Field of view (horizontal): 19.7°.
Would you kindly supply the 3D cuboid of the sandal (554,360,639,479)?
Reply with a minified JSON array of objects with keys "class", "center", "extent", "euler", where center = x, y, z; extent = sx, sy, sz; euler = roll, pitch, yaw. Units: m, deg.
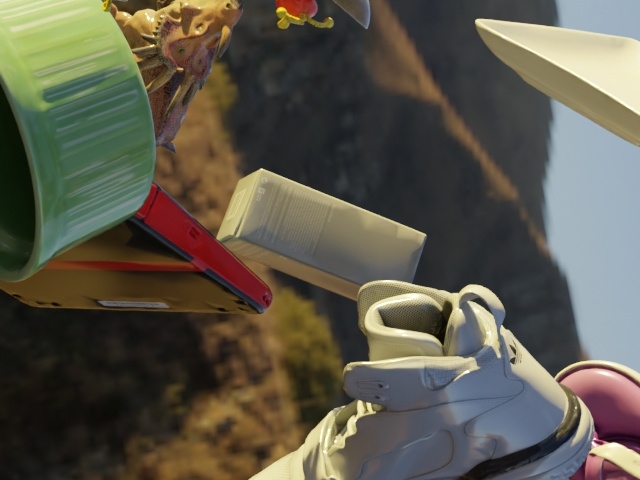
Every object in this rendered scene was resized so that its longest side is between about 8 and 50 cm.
[{"class":"sandal","center":[0.384,0.324,2.136],"extent":[0.102,0.169,0.416],"euler":[11,51,-63]}]

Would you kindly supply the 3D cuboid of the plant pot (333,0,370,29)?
[{"class":"plant pot","center":[-0.029,-0.320,2.029],"extent":[0.236,0.032,0.236],"euler":[39,6,-5]}]

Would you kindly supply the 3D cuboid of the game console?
[{"class":"game console","center":[-0.292,0.000,2.183],"extent":[0.342,0.386,0.060],"euler":[39,58,-52]}]

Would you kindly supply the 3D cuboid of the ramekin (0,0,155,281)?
[{"class":"ramekin","center":[-0.292,-0.125,1.814],"extent":[0.303,0.148,0.303],"euler":[35,-43,41]}]

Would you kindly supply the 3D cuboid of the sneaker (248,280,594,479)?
[{"class":"sneaker","center":[0.042,0.158,1.651],"extent":[0.210,0.365,0.137],"euler":[57,26,-28]}]

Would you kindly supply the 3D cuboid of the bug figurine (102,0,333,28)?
[{"class":"bug figurine","center":[-0.077,-0.294,1.692],"extent":[0.072,0.279,0.216],"euler":[54,-48,45]}]

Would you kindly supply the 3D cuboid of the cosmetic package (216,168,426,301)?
[{"class":"cosmetic package","center":[0.000,0.000,2.343],"extent":[0.107,0.238,0.127],"euler":[-68,-169,-12]}]

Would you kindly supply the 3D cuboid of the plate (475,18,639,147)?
[{"class":"plate","center":[0.325,-0.142,1.843],"extent":[0.278,0.277,0.045],"euler":[37,-64,39]}]

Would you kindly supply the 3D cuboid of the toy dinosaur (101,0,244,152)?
[{"class":"toy dinosaur","center":[-0.179,-0.177,2.052],"extent":[0.200,0.127,0.296],"euler":[56,-31,40]}]
